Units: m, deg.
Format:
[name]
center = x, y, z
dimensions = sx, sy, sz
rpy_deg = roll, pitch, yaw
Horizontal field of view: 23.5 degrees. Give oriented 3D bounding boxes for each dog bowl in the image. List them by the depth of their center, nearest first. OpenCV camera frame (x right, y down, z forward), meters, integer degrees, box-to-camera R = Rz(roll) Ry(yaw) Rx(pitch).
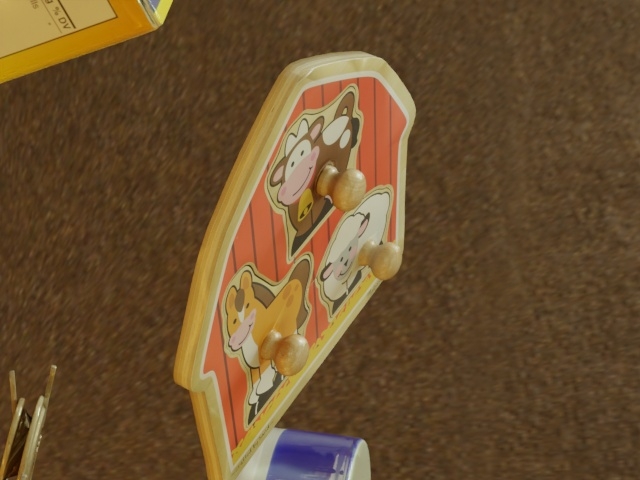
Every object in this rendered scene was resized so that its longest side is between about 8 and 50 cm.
[dog bowl]
center = -0.020, 0.308, 1.423
dimensions = 0.104, 0.265, 0.265
rpy_deg = 4, 79, 8

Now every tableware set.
[tableware set]
center = -0.265, 0.201, 1.294
dimensions = 0.039, 0.194, 0.128
rpy_deg = 14, 44, -7

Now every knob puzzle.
[knob puzzle]
center = 0.000, 0.000, 0.691
dimensions = 0.030, 0.213, 0.213
rpy_deg = 24, 73, 22

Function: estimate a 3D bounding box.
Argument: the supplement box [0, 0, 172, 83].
[supplement box]
center = -0.292, -0.227, 1.130
dimensions = 0.356, 0.195, 0.194
rpy_deg = -15, 123, 20
